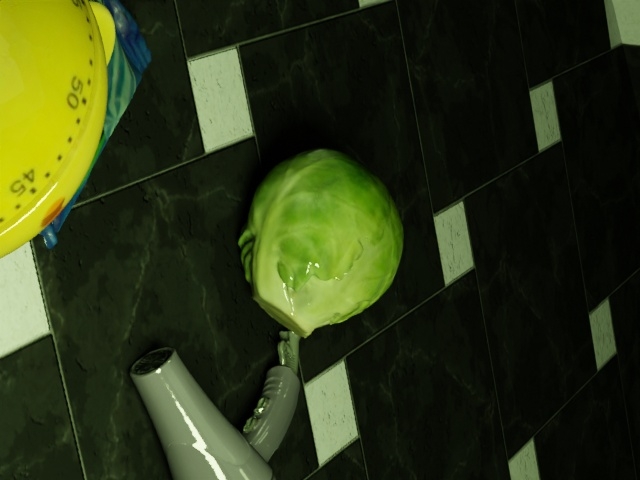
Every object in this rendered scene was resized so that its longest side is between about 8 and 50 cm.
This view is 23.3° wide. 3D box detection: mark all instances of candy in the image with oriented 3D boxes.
[{"bbox_3d":[-0.280,-0.168,1.718,0.187,0.077,0.331,64,35,-36],"label":"candy"}]

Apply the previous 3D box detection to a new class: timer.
[{"bbox_3d":[-0.352,-0.122,1.374,0.387,0.376,0.376,64,30,-72],"label":"timer"}]

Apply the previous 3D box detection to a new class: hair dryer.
[{"bbox_3d":[-0.101,0.208,1.982,0.301,0.121,0.361,63,27,-20],"label":"hair dryer"}]

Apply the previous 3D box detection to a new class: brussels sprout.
[{"bbox_3d":[0.000,0.000,2.053,0.244,0.244,0.244,11,77,-59],"label":"brussels sprout"}]
